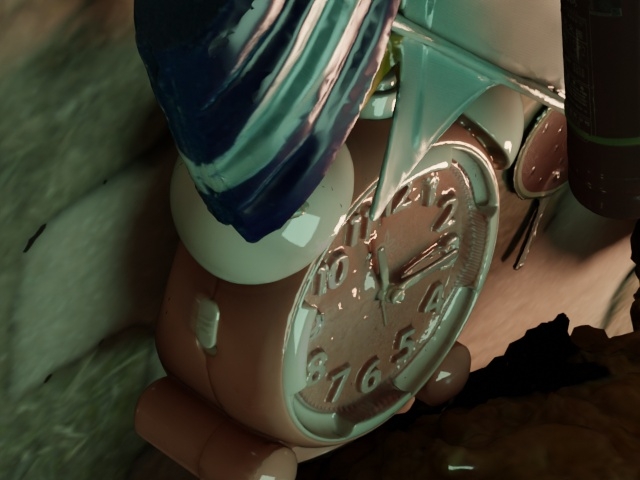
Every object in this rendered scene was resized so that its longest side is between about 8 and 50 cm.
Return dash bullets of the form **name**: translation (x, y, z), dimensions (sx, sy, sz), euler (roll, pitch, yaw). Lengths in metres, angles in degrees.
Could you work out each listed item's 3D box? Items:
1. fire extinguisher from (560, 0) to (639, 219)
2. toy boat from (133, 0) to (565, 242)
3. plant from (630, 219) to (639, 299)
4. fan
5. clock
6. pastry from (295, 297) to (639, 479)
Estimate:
- **fire extinguisher**: translation (0.103, -0.082, 0.662), dimensions (0.045, 0.078, 0.157), euler (-1, 136, 10)
- **toy boat**: translation (0.062, -0.090, 0.657), dimensions (0.291, 0.067, 0.220), euler (15, 96, -51)
- **plant**: translation (0.268, -0.017, 1.045), dimensions (0.203, 0.142, 0.131), euler (-25, 139, -17)
- **fan**: translation (0.116, -0.035, 0.938), dimensions (0.085, 0.005, 0.133), euler (-22, 144, -39)
- **clock**: translation (0.000, 0.000, 0.745), dimensions (0.166, 0.093, 0.162), euler (-25, 138, -43)
- **pastry**: translation (0.113, 0.187, 0.890), dimensions (0.405, 0.292, 0.337), euler (-20, 170, 9)
